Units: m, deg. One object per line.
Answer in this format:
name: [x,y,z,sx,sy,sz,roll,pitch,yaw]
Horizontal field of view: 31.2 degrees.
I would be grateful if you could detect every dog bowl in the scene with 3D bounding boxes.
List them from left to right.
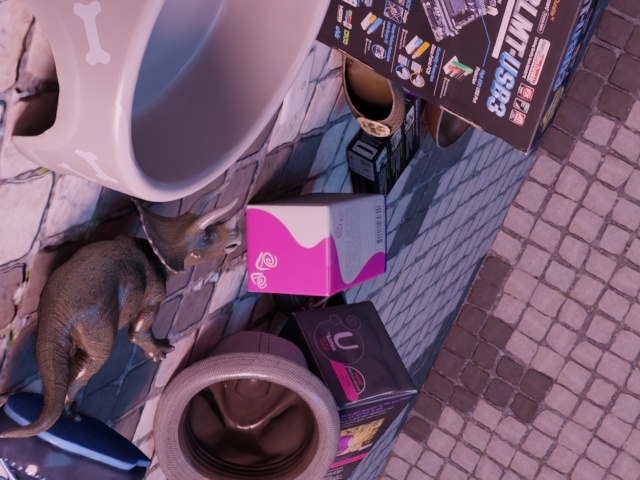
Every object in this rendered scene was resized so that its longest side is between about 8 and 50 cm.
dog bowl: [-0.100,-0.186,0.910,0.349,0.102,0.349,-52,162,-24]

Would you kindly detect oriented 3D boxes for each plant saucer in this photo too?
plant saucer: [0.256,-0.298,1.899,0.310,0.050,0.310,-53,162,-25]

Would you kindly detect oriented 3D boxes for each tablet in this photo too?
tablet: [-0.026,-0.177,1.324,0.054,0.006,0.083,-46,160,-41]

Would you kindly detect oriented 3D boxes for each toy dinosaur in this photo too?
toy dinosaur: [-0.207,0.059,1.048,0.313,0.121,0.160,-36,140,-46]

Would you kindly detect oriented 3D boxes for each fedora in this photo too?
fedora: [-0.094,0.224,1.521,0.124,0.243,0.275,-87,-177,-53]

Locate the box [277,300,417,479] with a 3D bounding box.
box: [-0.002,0.235,1.671,0.143,0.165,0.270,-6,144,-33]

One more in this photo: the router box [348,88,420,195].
router box: [0.097,-0.136,1.701,0.133,0.046,0.179,-56,164,-17]

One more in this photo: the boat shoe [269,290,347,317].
boat shoe: [0.001,0.091,1.714,0.112,0.095,0.335,-56,164,-14]

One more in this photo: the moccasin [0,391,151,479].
moccasin: [-0.250,0.242,1.143,0.117,0.137,0.342,-53,162,-9]

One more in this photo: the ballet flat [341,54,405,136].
ballet flat: [0.059,-0.201,1.397,0.250,0.084,0.058,83,24,-57]

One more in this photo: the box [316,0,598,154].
box: [0.120,-0.262,1.093,0.073,0.293,0.295,-50,161,-33]

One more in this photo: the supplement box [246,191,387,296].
supplement box: [0.000,0.000,1.462,0.220,0.114,0.111,-15,106,-69]
